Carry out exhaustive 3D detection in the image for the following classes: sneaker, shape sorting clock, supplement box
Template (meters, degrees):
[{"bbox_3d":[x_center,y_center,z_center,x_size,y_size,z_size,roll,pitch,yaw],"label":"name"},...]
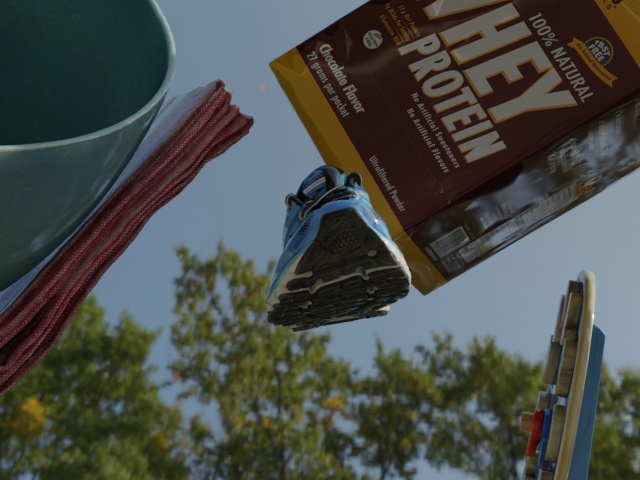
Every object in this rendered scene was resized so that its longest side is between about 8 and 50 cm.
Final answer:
[{"bbox_3d":[0.000,0.000,0.577,0.063,0.162,0.073,-11,-98,-5],"label":"sneaker"},{"bbox_3d":[0.151,0.120,0.818,0.040,0.206,0.206,7,-58,7],"label":"shape sorting clock"},{"bbox_3d":[0.102,-0.081,0.781,0.194,0.191,0.129,-31,-106,6],"label":"supplement box"}]

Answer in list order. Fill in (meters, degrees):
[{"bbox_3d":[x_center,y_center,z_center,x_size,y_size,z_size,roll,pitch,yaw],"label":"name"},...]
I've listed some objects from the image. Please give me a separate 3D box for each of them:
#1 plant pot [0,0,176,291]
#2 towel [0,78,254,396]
[{"bbox_3d":[-0.245,-0.059,0.660,0.290,0.290,0.195,22,-58,-7],"label":"plant pot"},{"bbox_3d":[-0.181,0.004,0.839,0.037,0.329,0.237,46,-107,-16],"label":"towel"}]
